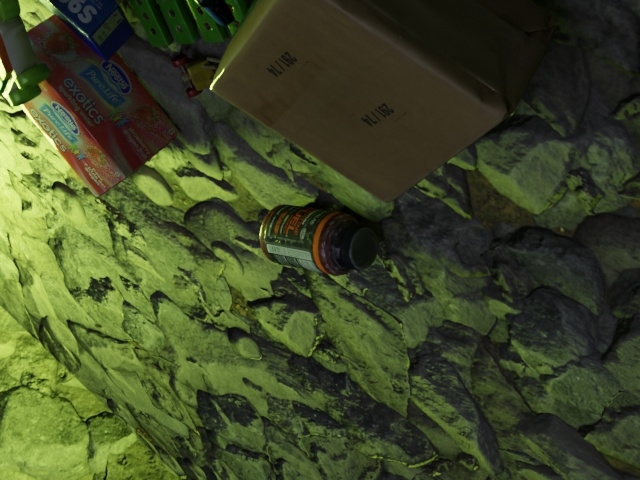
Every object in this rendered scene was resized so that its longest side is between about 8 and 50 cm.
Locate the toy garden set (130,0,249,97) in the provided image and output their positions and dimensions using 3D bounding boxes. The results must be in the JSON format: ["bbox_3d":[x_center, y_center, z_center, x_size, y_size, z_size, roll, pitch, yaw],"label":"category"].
[{"bbox_3d":[-0.173,-0.322,1.751,0.244,0.049,0.204,7,131,44],"label":"toy garden set"}]

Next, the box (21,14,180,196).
[{"bbox_3d":[-0.416,-0.249,2.011,0.300,0.154,0.142,53,146,-10],"label":"box"}]

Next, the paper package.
[{"bbox_3d":[0.063,-0.231,1.390,0.309,0.168,0.325,33,155,-9],"label":"paper package"}]

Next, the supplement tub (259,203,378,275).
[{"bbox_3d":[0.000,0.000,1.871,0.198,0.106,0.106,9,134,42],"label":"supplement tub"}]

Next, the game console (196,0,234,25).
[{"bbox_3d":[-0.143,-0.446,1.399,0.293,0.173,0.250,60,-175,2],"label":"game console"}]

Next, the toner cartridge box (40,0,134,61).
[{"bbox_3d":[-0.463,-0.450,1.844,0.348,0.075,0.165,43,175,3],"label":"toner cartridge box"}]

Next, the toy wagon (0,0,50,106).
[{"bbox_3d":[-0.522,-0.358,1.780,0.267,0.068,0.344,61,159,-4],"label":"toy wagon"}]
